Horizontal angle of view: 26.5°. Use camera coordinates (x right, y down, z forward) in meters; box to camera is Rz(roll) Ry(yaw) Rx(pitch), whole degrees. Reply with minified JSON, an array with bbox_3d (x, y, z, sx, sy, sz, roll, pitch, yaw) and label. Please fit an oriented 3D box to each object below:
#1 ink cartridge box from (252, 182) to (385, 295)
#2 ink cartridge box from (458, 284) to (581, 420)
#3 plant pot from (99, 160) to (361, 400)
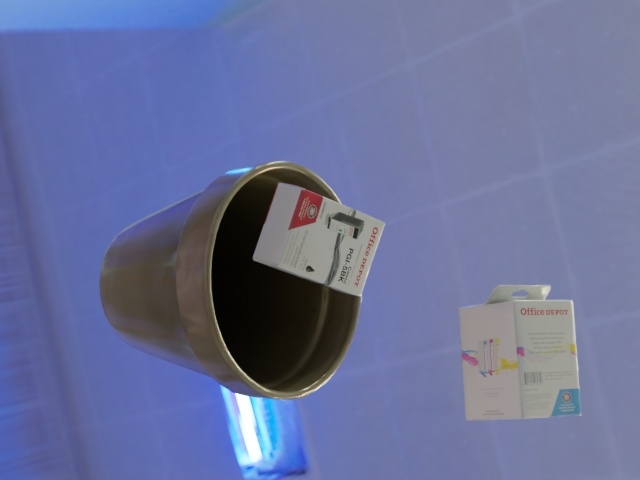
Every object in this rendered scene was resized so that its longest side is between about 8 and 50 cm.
[{"bbox_3d":[0.000,0.000,1.618,0.056,0.135,0.099,14,-95,52],"label":"ink cartridge box"},{"bbox_3d":[0.214,0.121,1.472,0.090,0.092,0.143,-13,-102,53],"label":"ink cartridge box"},{"bbox_3d":[-0.148,0.060,1.899,0.280,0.323,0.323,-4,-85,38],"label":"plant pot"}]
